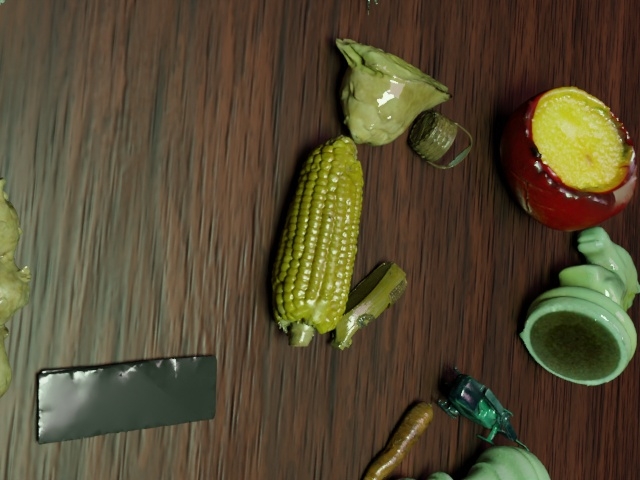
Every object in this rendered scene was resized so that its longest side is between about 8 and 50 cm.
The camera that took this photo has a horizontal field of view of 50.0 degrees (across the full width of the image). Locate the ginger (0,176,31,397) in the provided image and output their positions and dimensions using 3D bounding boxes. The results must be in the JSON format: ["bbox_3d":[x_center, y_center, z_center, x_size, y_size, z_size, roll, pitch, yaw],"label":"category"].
[{"bbox_3d":[-0.308,0.047,0.602,0.104,0.080,0.204,-9,94,-23],"label":"ginger"}]

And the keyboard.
[{"bbox_3d":[-0.198,0.165,0.728,0.196,0.015,0.074,1,93,-37],"label":"keyboard"}]

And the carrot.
[{"bbox_3d":[0.105,0.289,0.949,0.165,0.036,0.035,-48,117,-24],"label":"carrot"}]

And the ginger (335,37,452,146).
[{"bbox_3d":[0.100,-0.185,0.916,0.193,0.115,0.122,0,111,-45],"label":"ginger"}]

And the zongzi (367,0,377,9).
[{"bbox_3d":[0.021,-0.374,0.885,0.130,0.062,0.154,-1,107,-17],"label":"zongzi"}]

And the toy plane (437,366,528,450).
[{"bbox_3d":[0.244,0.252,1.020,0.060,0.096,0.235,-60,140,-18],"label":"toy plane"}]

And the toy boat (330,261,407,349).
[{"bbox_3d":[0.064,0.087,0.906,0.149,0.047,0.049,-43,115,-30],"label":"toy boat"}]

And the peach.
[{"bbox_3d":[0.374,-0.124,1.043,0.196,0.190,0.226,-89,157,-46],"label":"peach"}]

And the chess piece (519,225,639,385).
[{"bbox_3d":[0.470,0.092,1.173,0.298,0.176,0.176,-43,116,-44],"label":"chess piece"}]

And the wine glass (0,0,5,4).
[{"bbox_3d":[-0.321,-0.249,0.618,0.042,0.039,0.083,-36,115,-37],"label":"wine glass"}]

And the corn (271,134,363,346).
[{"bbox_3d":[0.000,0.000,0.829,0.097,0.097,0.261,20,77,-36],"label":"corn"}]

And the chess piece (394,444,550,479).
[{"bbox_3d":[0.185,0.367,0.966,0.272,0.139,0.139,5,87,-27],"label":"chess piece"}]

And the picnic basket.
[{"bbox_3d":[0.173,-0.139,0.976,0.083,0.072,0.072,29,73,-24],"label":"picnic basket"}]
